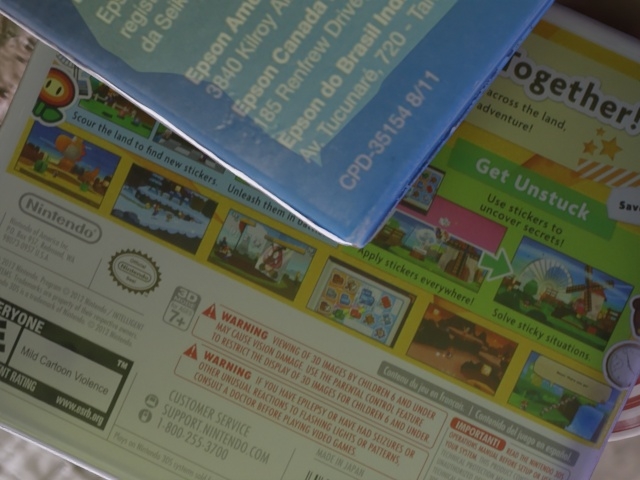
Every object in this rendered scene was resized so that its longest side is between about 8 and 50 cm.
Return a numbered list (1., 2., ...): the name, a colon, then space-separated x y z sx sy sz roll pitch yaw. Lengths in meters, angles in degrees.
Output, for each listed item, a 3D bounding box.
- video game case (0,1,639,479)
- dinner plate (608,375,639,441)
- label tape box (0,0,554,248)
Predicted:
1. video game case: 0.000 0.000 0.651 0.227 0.026 0.206 25 97 6
2. dinner plate: 0.083 0.011 0.693 0.141 0.017 0.141 8 120 13
3. label tape box: -0.054 -0.192 0.518 0.334 0.106 0.240 35 109 -12
